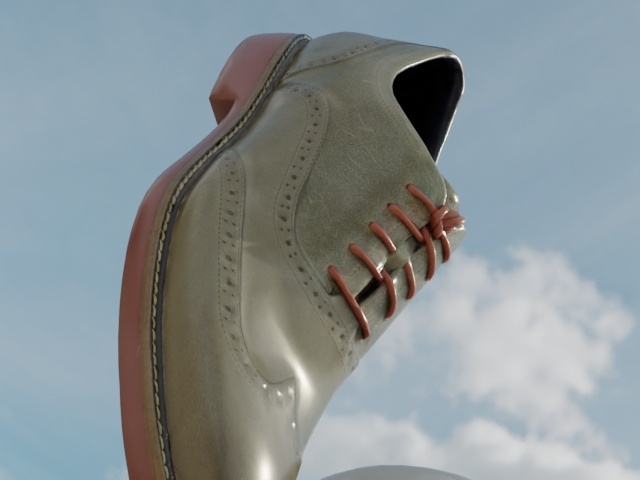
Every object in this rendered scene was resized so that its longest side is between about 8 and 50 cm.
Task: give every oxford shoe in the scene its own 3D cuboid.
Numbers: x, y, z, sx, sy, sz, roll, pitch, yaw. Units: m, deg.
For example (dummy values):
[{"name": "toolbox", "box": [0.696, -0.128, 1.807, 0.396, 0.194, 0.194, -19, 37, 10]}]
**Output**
[{"name": "oxford shoe", "box": [0.000, 0.000, 0.571, 0.130, 0.348, 0.123, -5, -48, 17]}]

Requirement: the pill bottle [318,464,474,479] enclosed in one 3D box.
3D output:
[{"name": "pill bottle", "box": [0.007, 0.285, 0.494, 0.224, 0.392, 0.224, 7, -62, 13]}]
